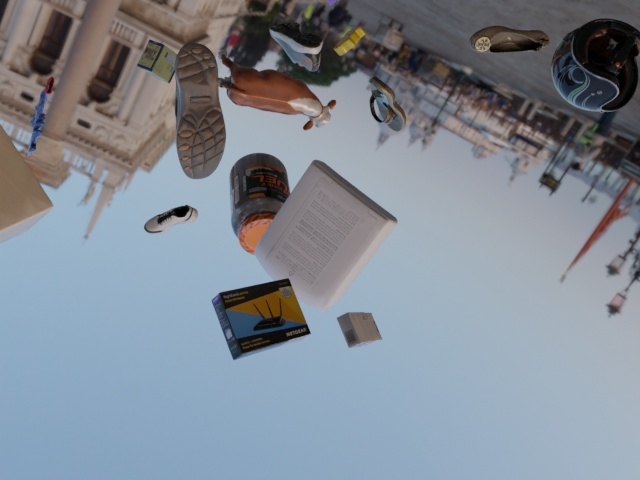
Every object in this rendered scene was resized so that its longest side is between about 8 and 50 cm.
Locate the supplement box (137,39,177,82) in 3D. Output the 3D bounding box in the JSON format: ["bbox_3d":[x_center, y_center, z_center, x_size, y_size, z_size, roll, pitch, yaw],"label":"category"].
[{"bbox_3d":[-0.443,-0.493,1.762,0.056,0.083,0.083,26,180,31],"label":"supplement box"}]

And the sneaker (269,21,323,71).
[{"bbox_3d":[-0.086,-0.626,2.053,0.100,0.108,0.271,-21,-136,-21],"label":"sneaker"}]

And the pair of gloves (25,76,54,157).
[{"bbox_3d":[-0.675,-0.288,1.526,0.023,0.159,0.198,16,-117,-29],"label":"pair of gloves"}]

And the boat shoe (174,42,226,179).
[{"bbox_3d":[-0.319,-0.340,1.685,0.132,0.355,0.130,0,-156,-15],"label":"boat shoe"}]

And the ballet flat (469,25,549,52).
[{"bbox_3d":[0.570,-0.592,1.914,0.250,0.084,0.058,-2,-131,-11],"label":"ballet flat"}]

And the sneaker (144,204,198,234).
[{"bbox_3d":[-0.298,-0.046,1.258,0.043,0.109,0.040,72,176,-74],"label":"sneaker"}]

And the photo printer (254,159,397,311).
[{"bbox_3d":[0.000,0.000,1.548,0.256,0.307,0.107,38,-164,13],"label":"photo printer"}]

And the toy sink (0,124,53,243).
[{"bbox_3d":[-0.584,-0.102,1.037,0.234,0.131,0.153,58,-139,-8],"label":"toy sink"}]

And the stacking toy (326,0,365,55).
[{"bbox_3d":[0.053,-0.457,1.105,0.167,0.221,0.052,45,166,-22],"label":"stacking toy"}]

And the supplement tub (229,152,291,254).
[{"bbox_3d":[-0.184,-0.112,1.983,0.194,0.193,0.316,21,-144,-27],"label":"supplement tub"}]

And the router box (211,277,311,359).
[{"bbox_3d":[-0.121,0.158,1.316,0.179,0.046,0.133,-10,-110,-41],"label":"router box"}]

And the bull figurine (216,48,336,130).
[{"bbox_3d":[-0.108,-0.354,1.518,0.310,0.101,0.188,7,-149,-45],"label":"bull figurine"}]

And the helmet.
[{"bbox_3d":[0.532,-0.330,1.230,0.169,0.169,0.161,34,174,14],"label":"helmet"}]

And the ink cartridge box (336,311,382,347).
[{"bbox_3d":[0.077,0.171,1.232,0.115,0.029,0.062,12,-128,-63],"label":"ink cartridge box"}]

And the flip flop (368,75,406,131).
[{"bbox_3d":[0.199,-0.422,2.038,0.112,0.080,0.277,36,177,22],"label":"flip flop"}]
